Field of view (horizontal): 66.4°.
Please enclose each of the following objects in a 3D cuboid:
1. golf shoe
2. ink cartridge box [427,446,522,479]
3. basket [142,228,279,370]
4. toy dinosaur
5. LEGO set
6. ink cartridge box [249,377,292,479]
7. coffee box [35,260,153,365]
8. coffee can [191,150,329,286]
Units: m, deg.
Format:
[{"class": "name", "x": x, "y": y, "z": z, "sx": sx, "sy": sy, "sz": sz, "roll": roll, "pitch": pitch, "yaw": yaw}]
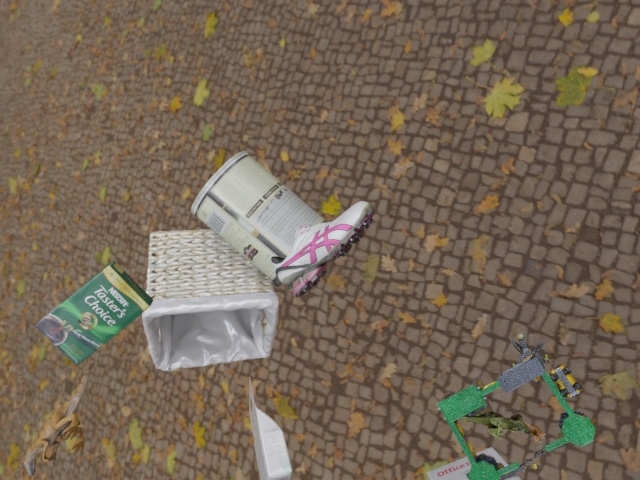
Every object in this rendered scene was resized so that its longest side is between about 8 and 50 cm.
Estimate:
[{"class": "golf shoe", "x": 0.000, "y": 0.000, "z": 0.741, "sx": 0.186, "sy": 0.067, "sz": 0.086, "roll": -44, "pitch": 79, "yaw": 13}, {"class": "ink cartridge box", "x": 0.456, "y": 0.731, "z": 1.323, "sx": 0.223, "sy": 0.307, "sz": 0.129, "roll": -17, "pitch": 102, "yaw": -7}, {"class": "basket", "x": -0.302, "y": 0.159, "z": 1.340, "sx": 0.328, "sy": 0.332, "sz": 0.266, "roll": 104, "pitch": 157, "yaw": -51}, {"class": "toy dinosaur", "x": -0.462, "y": 0.320, "z": 0.879, "sx": 0.112, "sy": 0.064, "sz": 0.211, "roll": 16, "pitch": 62, "yaw": 32}, {"class": "LEGO set", "x": 0.434, "y": 0.395, "z": 1.122, "sx": 0.331, "sy": 0.192, "sz": 0.255, "roll": -41, "pitch": 70, "yaw": 11}, {"class": "ink cartridge box", "x": -0.117, "y": 0.439, "z": 1.082, "sx": 0.181, "sy": 0.056, "sz": 0.224, "roll": 99, "pitch": 160, "yaw": -44}, {"class": "coffee box", "x": -0.427, "y": 0.137, "z": 0.929, "sx": 0.184, "sy": 0.113, "sz": 0.040, "roll": -38, "pitch": 15, "yaw": 0}, {"class": "coffee can", "x": -0.140, "y": -0.052, "z": 1.182, "sx": 0.275, "sy": 0.201, "sz": 0.201, "roll": 41, "pitch": 108, "yaw": -1}]
